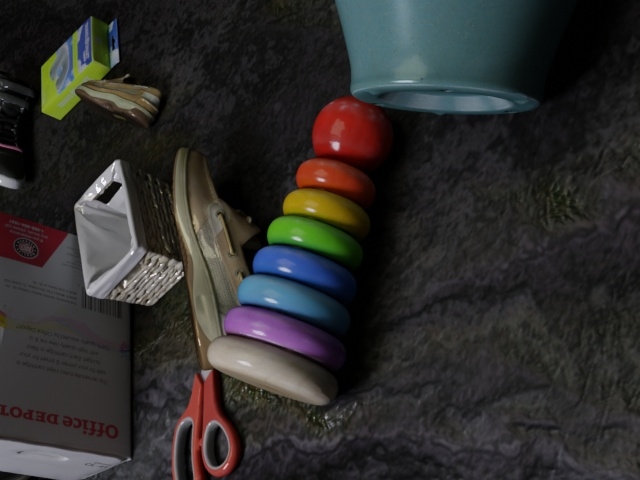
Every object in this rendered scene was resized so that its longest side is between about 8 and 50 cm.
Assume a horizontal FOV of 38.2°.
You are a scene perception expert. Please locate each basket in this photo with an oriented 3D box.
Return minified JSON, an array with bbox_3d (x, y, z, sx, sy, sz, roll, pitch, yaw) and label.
[{"bbox_3d":[-0.253,-0.006,1.246,0.113,0.103,0.167,-41,47,26],"label":"basket"}]

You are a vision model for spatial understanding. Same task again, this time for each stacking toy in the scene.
[{"bbox_3d":[0.000,0.000,0.987,0.141,0.141,0.330,5,69,46],"label":"stacking toy"}]

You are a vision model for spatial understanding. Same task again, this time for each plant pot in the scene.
[{"bbox_3d":[0.129,-0.254,0.871,0.271,0.271,0.255,4,91,46],"label":"plant pot"}]

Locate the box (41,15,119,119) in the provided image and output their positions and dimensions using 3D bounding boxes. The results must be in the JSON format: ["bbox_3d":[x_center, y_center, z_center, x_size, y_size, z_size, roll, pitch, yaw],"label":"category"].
[{"bbox_3d":[-0.415,-0.301,1.585,0.178,0.042,0.109,-34,52,32],"label":"box"}]

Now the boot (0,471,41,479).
[{"bbox_3d":[-0.442,0.393,1.260,0.085,0.236,0.179,12,122,26],"label":"boot"}]

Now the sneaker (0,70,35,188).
[{"bbox_3d":[-0.568,-0.211,1.653,0.147,0.104,0.296,-58,38,17],"label":"sneaker"}]

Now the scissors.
[{"bbox_3d":[-0.145,0.159,1.126,0.109,0.021,0.297,-29,55,34],"label":"scissors"}]

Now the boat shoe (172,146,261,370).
[{"bbox_3d":[-0.120,0.012,1.117,0.109,0.098,0.302,94,165,-55],"label":"boat shoe"}]

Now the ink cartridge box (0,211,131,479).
[{"bbox_3d":[-0.374,0.141,1.215,0.131,0.226,0.306,-27,54,35],"label":"ink cartridge box"}]

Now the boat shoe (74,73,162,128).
[{"bbox_3d":[-0.308,-0.226,1.437,0.190,0.068,0.072,23,77,38],"label":"boat shoe"}]
